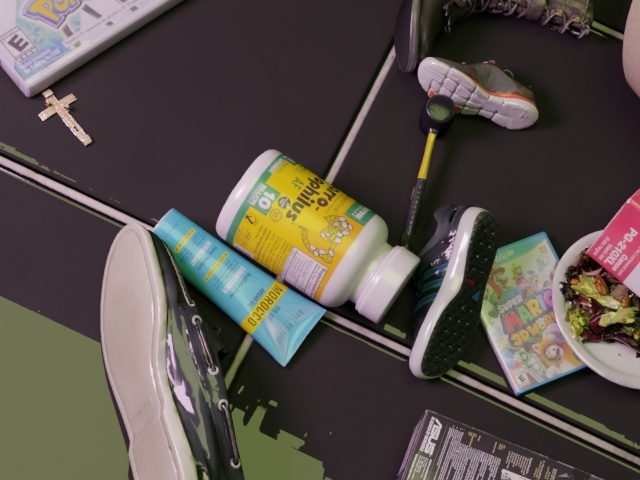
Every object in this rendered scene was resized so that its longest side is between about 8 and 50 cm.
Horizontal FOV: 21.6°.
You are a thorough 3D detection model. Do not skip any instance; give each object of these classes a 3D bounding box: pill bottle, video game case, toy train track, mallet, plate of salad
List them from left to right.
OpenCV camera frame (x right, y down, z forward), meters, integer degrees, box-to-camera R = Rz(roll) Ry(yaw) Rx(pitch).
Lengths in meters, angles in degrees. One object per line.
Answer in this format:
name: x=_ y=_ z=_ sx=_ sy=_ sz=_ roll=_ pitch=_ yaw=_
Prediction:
video game case: x=-0.305 y=-0.367 z=2.005 sx=0.329 sy=0.036 sz=0.300 roll=-36 pitch=76 yaw=-20
toy train track: x=-0.291 y=-0.143 z=1.925 sx=0.048 sy=0.014 sz=0.083 roll=-36 pitch=77 yaw=-20
pill bottle: x=0.000 y=0.000 z=1.850 sx=0.208 sy=0.117 sz=0.117 roll=34 pitch=67 yaw=7
mallet: x=0.118 y=-0.075 z=1.947 sx=0.039 sy=0.062 sz=0.189 roll=15 pitch=81 yaw=0
video game case: x=0.239 y=0.082 z=1.905 sx=0.119 sy=0.015 sz=0.166 roll=-20 pitch=71 yaw=-15
plate of salad: x=0.359 y=0.072 z=1.899 sx=0.200 sy=0.048 sz=0.200 roll=6 pitch=64 yaw=-12

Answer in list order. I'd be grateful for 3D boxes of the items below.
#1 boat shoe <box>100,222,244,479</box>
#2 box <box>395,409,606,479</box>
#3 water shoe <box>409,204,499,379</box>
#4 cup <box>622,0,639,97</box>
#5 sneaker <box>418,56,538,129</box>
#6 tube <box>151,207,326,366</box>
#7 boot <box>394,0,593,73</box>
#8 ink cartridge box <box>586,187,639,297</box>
boat shoe: x=-0.147 y=0.139 z=1.778 sx=0.113 sy=0.127 sz=0.340 roll=6 pitch=52 yaw=-35
box: x=0.167 y=0.361 z=1.745 sx=0.242 sy=0.076 sz=0.307 roll=21 pitch=66 yaw=1
water shoe: x=0.138 y=0.058 z=1.880 sx=0.073 sy=0.080 sz=0.203 roll=29 pitch=79 yaw=-41
cup: x=0.491 y=-0.227 z=1.936 sx=0.237 sy=0.331 sz=0.331 roll=18 pitch=63 yaw=29
sneaker: x=0.186 y=-0.186 z=1.986 sx=0.158 sy=0.061 sz=0.065 roll=24 pitch=52 yaw=-18
tube: x=-0.099 y=0.047 z=1.859 sx=0.207 sy=0.052 sz=0.080 roll=37 pitch=78 yaw=2
boot: x=0.221 y=-0.292 z=2.022 sx=0.229 sy=0.091 sz=0.263 roll=18 pitch=71 yaw=-6
ink cartridge box: x=0.445 y=0.026 z=1.878 sx=0.237 sy=0.100 sz=0.172 roll=41 pitch=41 yaw=10
